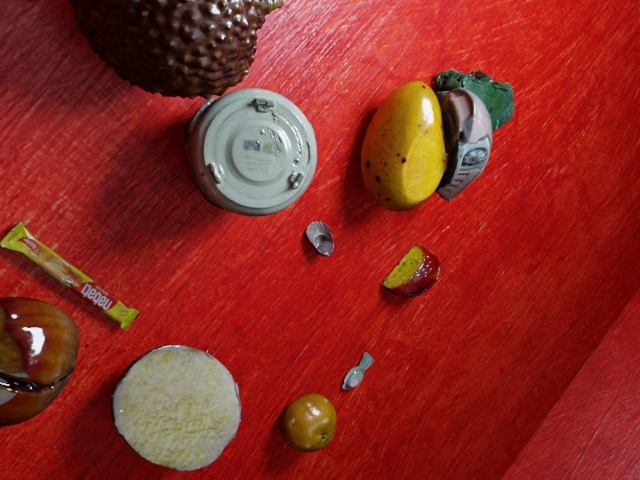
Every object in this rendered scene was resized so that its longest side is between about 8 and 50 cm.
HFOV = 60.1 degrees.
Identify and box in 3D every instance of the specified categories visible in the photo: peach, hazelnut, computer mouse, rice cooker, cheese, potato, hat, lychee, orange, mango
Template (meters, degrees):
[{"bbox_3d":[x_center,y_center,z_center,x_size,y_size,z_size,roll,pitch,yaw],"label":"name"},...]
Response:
[{"bbox_3d":[0.258,0.096,1.520,0.172,0.092,0.127,-32,131,-26],"label":"peach"},{"bbox_3d":[-0.494,0.201,0.903,0.181,0.181,0.212,31,80,-24],"label":"hazelnut"},{"bbox_3d":[0.318,-0.208,1.296,0.115,0.199,0.389,-5,158,-4],"label":"computer mouse"},{"bbox_3d":[-0.130,-0.157,0.982,0.226,0.244,0.225,-2,97,-14],"label":"rice cooker"},{"bbox_3d":[0.107,0.378,1.582,0.120,0.026,0.067,-49,133,-9],"label":"cheese"},{"bbox_3d":[-0.307,0.335,1.167,0.299,0.116,0.239,46,73,-31],"label":"potato"},{"bbox_3d":[-0.002,-0.002,1.301,0.058,0.042,0.087,-39,96,-22],"label":"hat"},{"bbox_3d":[-0.202,-0.348,0.805,0.305,0.275,0.275,-5,116,-15],"label":"lychee"},{"bbox_3d":[-0.028,0.483,1.459,0.156,0.124,0.156,-19,126,-29],"label":"orange"},{"bbox_3d":[0.182,-0.211,1.233,0.160,0.191,0.290,-5,118,-29],"label":"mango"}]

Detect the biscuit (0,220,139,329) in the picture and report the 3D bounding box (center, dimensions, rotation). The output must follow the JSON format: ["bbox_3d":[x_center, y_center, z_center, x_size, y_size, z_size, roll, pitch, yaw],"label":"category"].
[{"bbox_3d":[-0.437,0.072,0.988,0.292,0.026,0.048,52,56,-42],"label":"biscuit"}]

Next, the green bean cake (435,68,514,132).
[{"bbox_3d":[0.389,-0.361,1.390,0.208,0.107,0.193,-33,126,-23],"label":"green bean cake"}]
